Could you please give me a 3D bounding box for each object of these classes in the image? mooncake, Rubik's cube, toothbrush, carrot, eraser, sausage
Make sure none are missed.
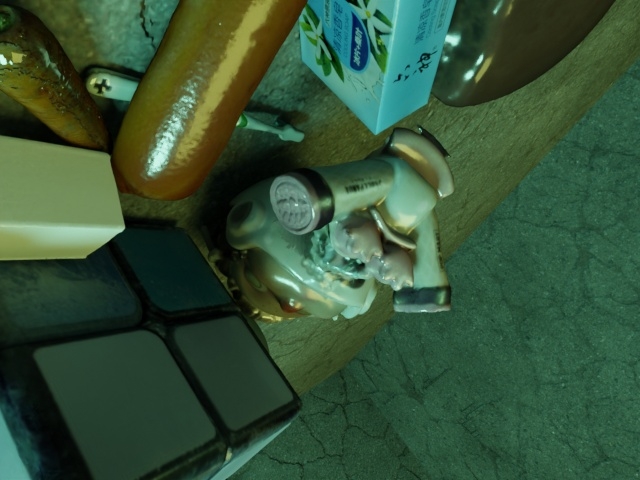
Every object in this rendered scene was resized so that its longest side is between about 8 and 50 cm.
[{"bbox_3d":[0.211,-0.316,0.518,0.334,0.174,0.326,-42,157,14],"label":"mooncake"},{"bbox_3d":[-0.270,0.185,0.523,0.313,0.318,0.316,-45,159,18],"label":"Rubik's cube"},{"bbox_3d":[-0.113,-0.141,0.522,0.030,0.030,0.304,-49,157,25],"label":"toothbrush"},{"bbox_3d":[-0.210,-0.115,0.376,0.055,0.055,0.161,-36,165,-10],"label":"carrot"},{"bbox_3d":[-0.291,-0.031,0.316,0.076,0.078,0.298,-25,166,32],"label":"eraser"},{"bbox_3d":[-0.097,-0.153,0.415,0.089,0.083,0.300,-2,130,-57],"label":"sausage"}]

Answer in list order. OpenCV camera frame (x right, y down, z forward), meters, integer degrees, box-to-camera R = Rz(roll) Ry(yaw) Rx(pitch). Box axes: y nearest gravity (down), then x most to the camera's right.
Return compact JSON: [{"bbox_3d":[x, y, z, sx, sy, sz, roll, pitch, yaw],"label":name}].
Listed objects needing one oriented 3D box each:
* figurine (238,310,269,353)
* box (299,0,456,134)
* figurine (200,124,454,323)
[{"bbox_3d":[-0.275,0.298,0.937,0.382,0.205,0.224,-27,152,-10],"label":"figurine"},{"bbox_3d":[0.048,-0.232,0.449,0.083,0.142,0.232,-35,160,-12],"label":"box"},{"bbox_3d":[0.006,0.007,0.651,0.361,0.253,0.211,-22,-157,51],"label":"figurine"}]
